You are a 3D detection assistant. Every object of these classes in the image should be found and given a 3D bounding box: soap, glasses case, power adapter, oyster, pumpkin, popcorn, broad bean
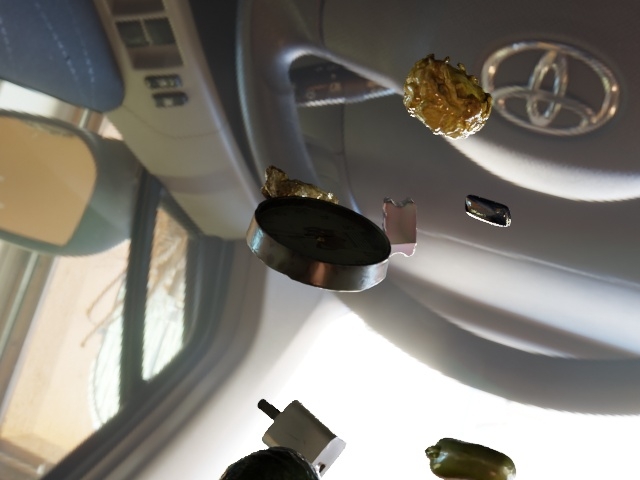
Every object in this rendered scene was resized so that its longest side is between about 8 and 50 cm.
[{"bbox_3d":[0.258,-0.046,2.475,0.109,0.193,0.324,1,-173,3],"label":"soap"},{"bbox_3d":[0.249,-0.045,1.124,0.083,0.023,0.034,25,141,47],"label":"glasses case"},{"bbox_3d":[-0.060,0.429,1.671,0.205,0.125,0.130,36,172,29],"label":"power adapter"},{"bbox_3d":[-0.064,-0.100,1.963,0.161,0.107,0.232,-29,133,23],"label":"oyster"},{"bbox_3d":[-0.107,0.518,1.346,0.207,0.300,0.300,24,176,20],"label":"pumpkin"},{"bbox_3d":[0.339,-0.381,1.992,0.250,0.190,0.250,37,-166,-11],"label":"popcorn"},{"bbox_3d":[0.274,0.410,1.387,0.124,0.082,0.174,32,150,-35],"label":"broad bean"}]

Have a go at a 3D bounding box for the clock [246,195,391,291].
[{"bbox_3d":[0.000,0.000,1.642,0.325,0.067,0.325,14,-154,-7],"label":"clock"}]
